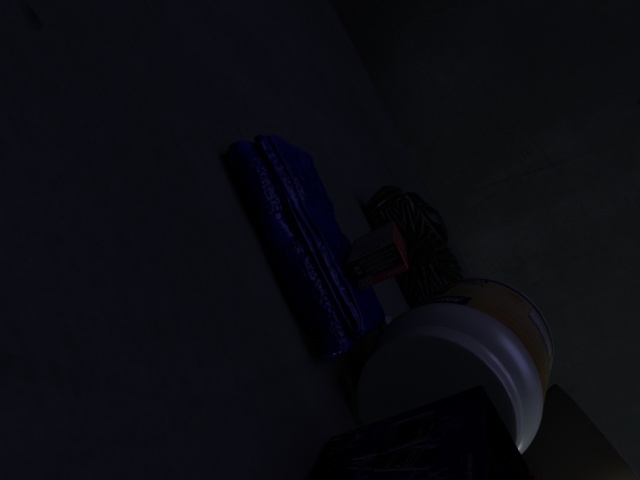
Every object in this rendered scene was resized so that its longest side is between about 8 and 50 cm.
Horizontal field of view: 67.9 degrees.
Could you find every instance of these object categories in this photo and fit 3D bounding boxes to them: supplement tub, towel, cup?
[{"bbox_3d":[0.205,0.187,0.691,0.316,0.228,0.228,-12,75,-60],"label":"supplement tub"},{"bbox_3d":[0.000,0.000,0.685,0.308,0.076,0.228,65,20,8],"label":"towel"},{"bbox_3d":[0.552,0.536,1.079,0.331,0.237,0.331,52,6,-8],"label":"cup"}]

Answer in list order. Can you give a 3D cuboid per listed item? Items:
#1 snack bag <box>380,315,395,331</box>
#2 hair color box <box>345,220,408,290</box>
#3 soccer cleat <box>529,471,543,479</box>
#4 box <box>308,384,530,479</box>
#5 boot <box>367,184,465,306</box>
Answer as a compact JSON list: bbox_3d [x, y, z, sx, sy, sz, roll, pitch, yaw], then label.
[{"bbox_3d":[0.237,0.302,0.948,0.323,0.037,0.342,17,48,-63],"label":"snack bag"},{"bbox_3d":[0.081,0.018,0.669,0.043,0.072,0.141,62,14,-7],"label":"hair color box"},{"bbox_3d":[0.382,0.569,0.838,0.143,0.116,0.331,52,27,-1],"label":"soccer cleat"},{"bbox_3d":[0.067,0.239,0.373,0.103,0.184,0.261,60,19,1],"label":"box"},{"bbox_3d":[0.294,0.024,1.329,0.367,0.146,0.445,66,15,7],"label":"boot"}]
